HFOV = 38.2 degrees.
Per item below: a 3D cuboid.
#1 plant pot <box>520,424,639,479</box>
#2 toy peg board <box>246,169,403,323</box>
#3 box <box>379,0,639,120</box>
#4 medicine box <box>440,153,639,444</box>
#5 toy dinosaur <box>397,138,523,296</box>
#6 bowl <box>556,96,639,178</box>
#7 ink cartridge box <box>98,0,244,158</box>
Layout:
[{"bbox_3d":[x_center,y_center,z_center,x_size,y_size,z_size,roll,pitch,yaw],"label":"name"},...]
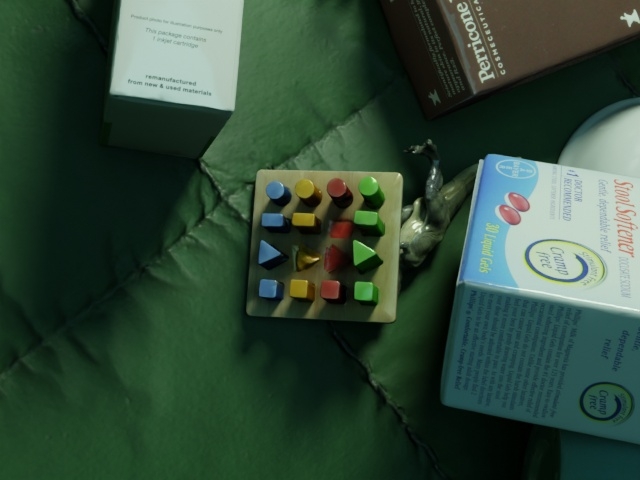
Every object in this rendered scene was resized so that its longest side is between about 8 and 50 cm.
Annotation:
[{"bbox_3d":[0.338,0.277,0.956,0.235,0.293,0.293,10,80,2],"label":"plant pot"},{"bbox_3d":[0.000,0.000,0.965,0.160,0.079,0.161,2,81,9],"label":"toy peg board"},{"bbox_3d":[0.273,-0.299,1.078,0.381,0.143,0.191,-23,92,-15],"label":"box"},{"bbox_3d":[0.282,0.053,0.915,0.289,0.263,0.149,9,123,10],"label":"medicine box"},{"bbox_3d":[0.114,-0.042,1.043,0.268,0.064,0.118,-46,110,-16],"label":"toy dinosaur"},{"bbox_3d":[0.435,-0.042,1.094,0.297,0.134,0.298,2,83,-16],"label":"bowl"},{"bbox_3d":[-0.145,-0.242,0.921,0.117,0.201,0.278,7,81,-15],"label":"ink cartridge box"}]
